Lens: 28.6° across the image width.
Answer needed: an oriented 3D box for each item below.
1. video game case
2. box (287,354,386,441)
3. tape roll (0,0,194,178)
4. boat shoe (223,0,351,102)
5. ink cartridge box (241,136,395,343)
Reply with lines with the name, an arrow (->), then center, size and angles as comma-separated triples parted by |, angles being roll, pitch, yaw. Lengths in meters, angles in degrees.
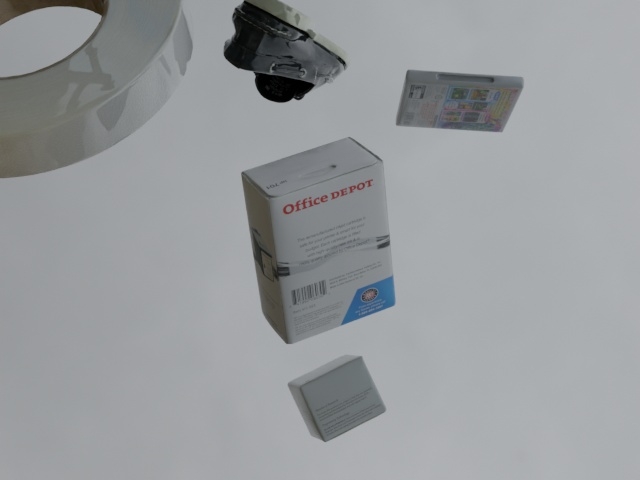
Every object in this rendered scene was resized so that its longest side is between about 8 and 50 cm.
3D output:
video game case -> 0.172, -0.174, 1.581 | 0.157, 0.143, 0.019 | 96, -2, -74
box -> 0.021, 0.218, 1.748 | 0.087, 0.102, 0.101 | 64, -12, -2
tape roll -> -0.345, -0.241, 1.505 | 0.392, 0.392, 0.072 | 36, -24, 32
boat shoe -> -0.048, -0.239, 1.661 | 0.127, 0.340, 0.113 | 28, -87, 8
ink cartridge box -> 0.000, 0.000, 1.381 | 0.082, 0.139, 0.191 | 43, -33, 53
